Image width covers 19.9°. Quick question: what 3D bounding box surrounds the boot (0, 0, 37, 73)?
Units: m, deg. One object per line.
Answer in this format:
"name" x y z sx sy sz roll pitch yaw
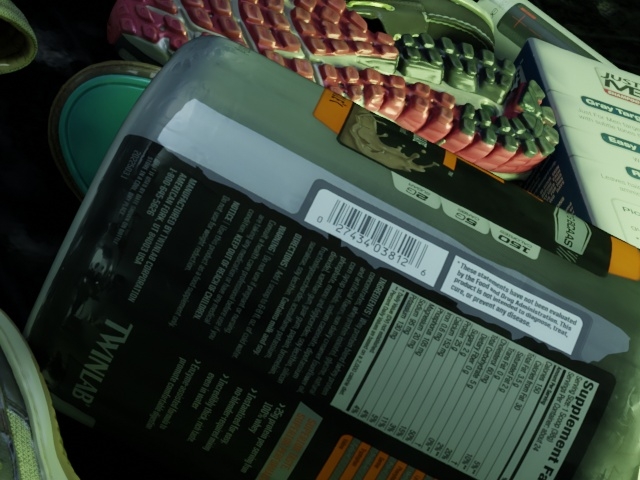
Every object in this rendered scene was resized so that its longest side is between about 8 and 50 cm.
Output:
"boot" -0.288 -0.171 1.119 0.213 0.077 0.165 5 40 -37

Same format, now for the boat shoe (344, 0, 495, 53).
"boat shoe" 0.028 -0.143 1.321 0.228 0.081 0.068 4 40 -22

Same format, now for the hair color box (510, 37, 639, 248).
"hair color box" 0.219 0.018 1.205 0.174 0.105 0.347 17 34 -18

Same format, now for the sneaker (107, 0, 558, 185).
"sneaker" 0.002 -0.081 1.161 0.299 0.112 0.121 21 41 -20

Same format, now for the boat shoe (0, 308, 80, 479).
"boat shoe" -0.161 0.101 0.821 0.073 0.080 0.223 2 44 -43

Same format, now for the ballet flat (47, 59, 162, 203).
"ballet flat" 0.000 0.000 1.079 0.342 0.116 0.124 27 11 -2

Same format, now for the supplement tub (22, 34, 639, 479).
"supplement tub" 0.039 0.057 0.917 0.338 0.207 0.207 27 32 -2

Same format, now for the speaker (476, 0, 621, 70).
"speaker" 0.180 -0.147 1.463 0.136 0.055 0.055 41 34 19
